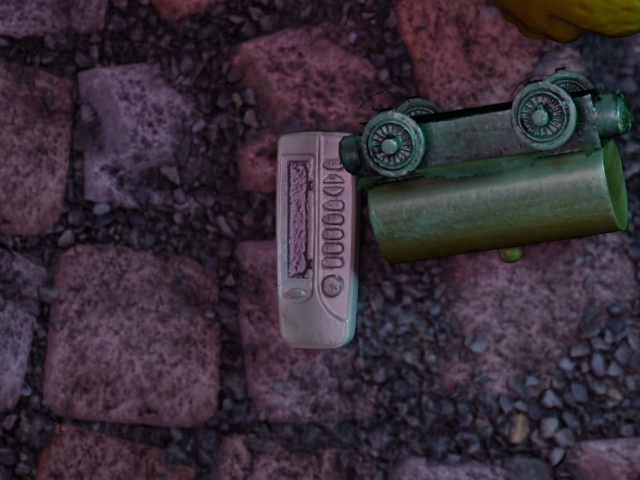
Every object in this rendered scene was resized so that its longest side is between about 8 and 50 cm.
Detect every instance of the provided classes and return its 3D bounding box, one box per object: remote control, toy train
[{"bbox_3d":[0.000,0.000,2.023,0.090,0.049,0.230,1,91,22],"label":"remote control"},{"bbox_3d":[0.166,-0.069,1.915,0.307,0.126,0.189,-9,90,21],"label":"toy train"}]

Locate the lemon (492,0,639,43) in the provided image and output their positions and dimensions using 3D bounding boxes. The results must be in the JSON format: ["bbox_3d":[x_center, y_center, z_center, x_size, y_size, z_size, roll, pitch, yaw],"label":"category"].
[{"bbox_3d":[0.262,-0.336,1.788,0.297,0.297,0.297,1,93,21],"label":"lemon"}]
